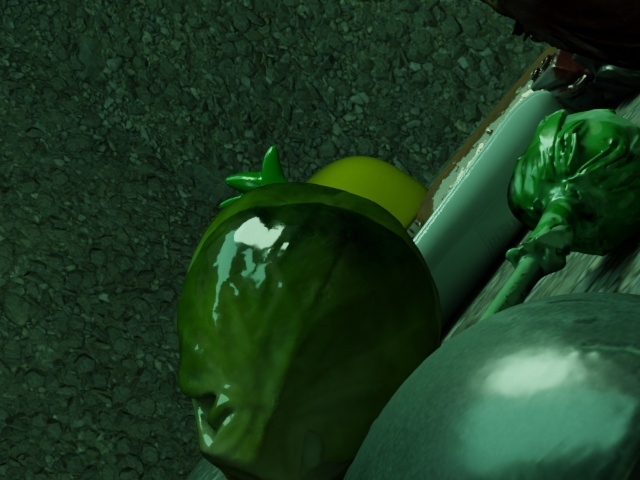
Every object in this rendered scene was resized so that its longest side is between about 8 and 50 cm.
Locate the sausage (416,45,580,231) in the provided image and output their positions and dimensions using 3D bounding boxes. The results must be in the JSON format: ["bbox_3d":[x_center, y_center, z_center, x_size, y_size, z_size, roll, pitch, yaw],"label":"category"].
[{"bbox_3d":[0.214,-0.108,1.724,0.289,0.086,0.086,-51,1,1],"label":"sausage"}]

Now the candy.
[{"bbox_3d":[0.121,0.012,0.874,0.097,0.097,0.323,-50,-2,36],"label":"candy"}]

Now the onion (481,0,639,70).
[{"bbox_3d":[0.252,-0.240,1.067,0.281,0.221,0.281,-35,15,11],"label":"onion"}]

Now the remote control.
[{"bbox_3d":[0.144,-0.005,1.451,0.293,0.051,0.103,-50,-40,-13],"label":"remote control"}]

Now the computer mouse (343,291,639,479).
[{"bbox_3d":[0.049,0.112,0.680,0.167,0.090,0.379,-49,-2,-30],"label":"computer mouse"}]

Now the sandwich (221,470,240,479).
[{"bbox_3d":[0.003,0.147,1.600,0.251,0.087,0.226,-48,-4,-20],"label":"sandwich"}]

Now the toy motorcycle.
[{"bbox_3d":[0.262,-0.185,1.496,0.082,0.122,0.213,-66,6,-26],"label":"toy motorcycle"}]

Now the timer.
[{"bbox_3d":[0.000,0.000,1.850,0.285,0.285,0.285,-50,1,1],"label":"timer"}]

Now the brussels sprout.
[{"bbox_3d":[-0.013,0.083,1.269,0.210,0.219,0.271,98,-172,-61],"label":"brussels sprout"}]
